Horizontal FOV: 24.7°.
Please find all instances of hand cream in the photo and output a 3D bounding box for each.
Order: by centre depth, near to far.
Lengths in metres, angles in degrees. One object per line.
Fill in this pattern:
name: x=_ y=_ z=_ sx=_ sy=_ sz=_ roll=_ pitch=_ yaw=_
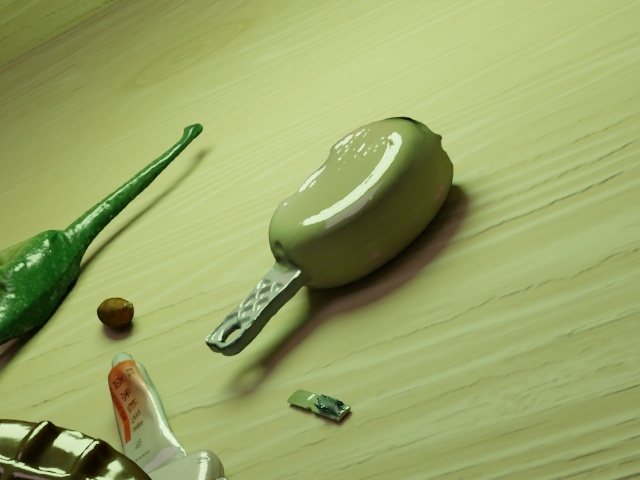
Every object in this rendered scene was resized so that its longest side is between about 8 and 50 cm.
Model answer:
hand cream: x=-0.167 y=0.162 z=1.341 sx=0.052 sy=0.038 sz=0.216 roll=-61 pitch=24 yaw=12

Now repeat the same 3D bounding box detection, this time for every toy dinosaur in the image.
toy dinosaur: x=-0.290 y=0.026 z=1.713 sx=0.301 sy=0.087 sz=0.447 roll=-21 pitch=29 yaw=16

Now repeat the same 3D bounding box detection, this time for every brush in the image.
brush: x=-0.004 y=0.132 z=1.194 sx=0.016 sy=0.013 sz=0.083 roll=-46 pitch=24 yaw=-19

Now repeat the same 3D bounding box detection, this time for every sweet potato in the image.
sweet potato: x=-0.219 y=0.077 z=1.564 sx=0.034 sy=0.034 sz=0.095 roll=-45 pitch=14 yaw=-21

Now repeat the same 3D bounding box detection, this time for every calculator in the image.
calculator: x=-0.145 y=0.228 z=1.178 sx=0.175 sy=0.032 sz=0.100 roll=-26 pitch=26 yaw=20

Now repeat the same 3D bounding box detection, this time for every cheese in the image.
cheese: x=0.000 y=0.000 z=1.351 sx=0.286 sy=0.082 sz=0.163 roll=-44 pitch=24 yaw=-15

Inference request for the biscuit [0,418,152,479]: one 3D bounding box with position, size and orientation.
biscuit: x=-0.250 y=0.252 z=1.030 sx=0.332 sy=0.103 sz=0.332 roll=-2 pitch=36 yaw=1
